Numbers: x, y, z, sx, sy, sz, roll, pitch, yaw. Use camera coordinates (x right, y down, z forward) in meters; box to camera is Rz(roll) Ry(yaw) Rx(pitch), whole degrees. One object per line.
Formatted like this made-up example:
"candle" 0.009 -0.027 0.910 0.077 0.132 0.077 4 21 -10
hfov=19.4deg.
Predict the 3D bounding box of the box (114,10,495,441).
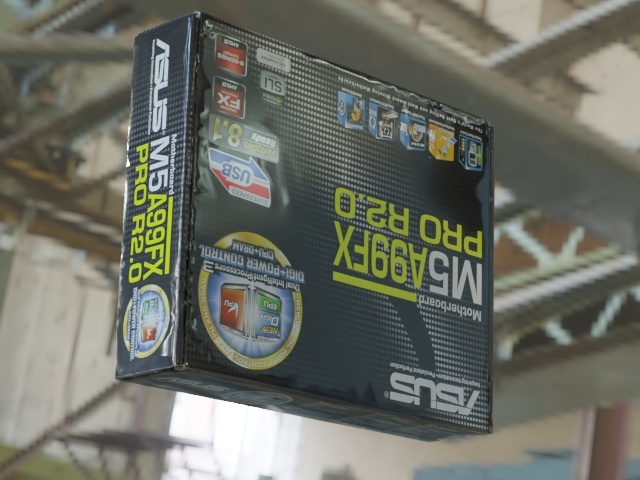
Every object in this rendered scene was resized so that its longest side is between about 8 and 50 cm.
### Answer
"box" 0.000 0.000 1.159 0.270 0.216 0.060 17 -22 -41
